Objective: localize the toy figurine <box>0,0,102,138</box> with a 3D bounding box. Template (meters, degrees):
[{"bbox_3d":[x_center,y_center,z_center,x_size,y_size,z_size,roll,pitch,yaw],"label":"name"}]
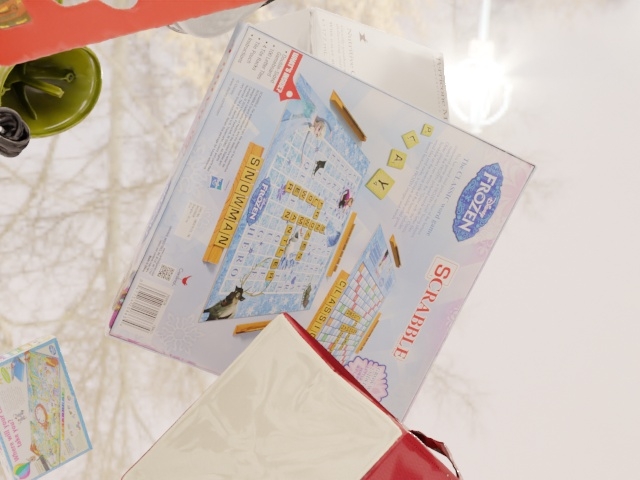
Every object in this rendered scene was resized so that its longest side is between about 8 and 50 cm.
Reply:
[{"bbox_3d":[-0.393,-0.148,0.812,0.217,0.191,0.362,7,-154,32],"label":"toy figurine"}]

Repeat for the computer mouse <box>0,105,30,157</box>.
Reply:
[{"bbox_3d":[-0.227,0.009,0.545,0.042,0.193,0.106,25,-178,-1],"label":"computer mouse"}]

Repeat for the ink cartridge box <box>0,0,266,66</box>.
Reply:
[{"bbox_3d":[-0.222,-0.249,0.529,0.308,0.385,0.091,-5,-135,33],"label":"ink cartridge box"}]

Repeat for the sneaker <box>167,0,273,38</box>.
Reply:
[{"bbox_3d":[-0.063,-0.314,1.033,0.295,0.105,0.147,-36,-152,-20],"label":"sneaker"}]

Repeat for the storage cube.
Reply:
[{"bbox_3d":[-0.001,0.209,0.717,0.215,0.193,0.183,-45,-142,-5],"label":"storage cube"}]

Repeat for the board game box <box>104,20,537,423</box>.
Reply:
[{"bbox_3d":[0.000,0.000,0.925,0.317,0.319,0.066,24,-170,-17],"label":"board game box"}]

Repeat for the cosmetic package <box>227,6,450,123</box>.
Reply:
[{"bbox_3d":[0.045,-0.194,1.406,0.156,0.217,0.385,-7,179,35],"label":"cosmetic package"}]

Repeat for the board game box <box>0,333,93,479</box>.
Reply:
[{"bbox_3d":[-0.342,0.202,1.127,0.103,0.154,0.026,-25,-160,-36],"label":"board game box"}]
